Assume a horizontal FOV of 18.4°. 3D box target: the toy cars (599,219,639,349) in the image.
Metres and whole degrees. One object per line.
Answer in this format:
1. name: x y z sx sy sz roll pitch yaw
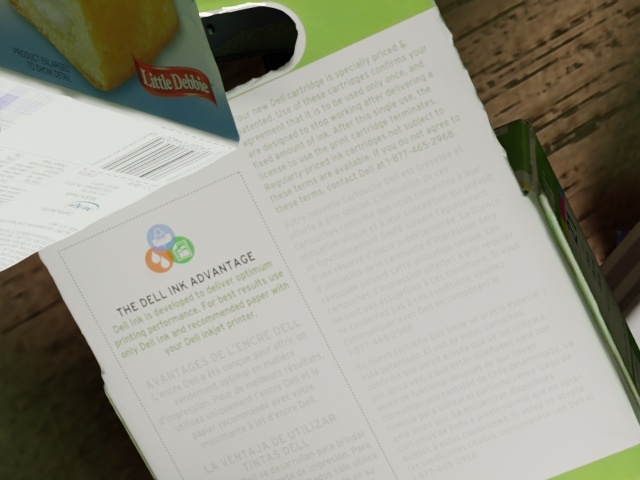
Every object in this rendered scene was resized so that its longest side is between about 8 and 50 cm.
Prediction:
1. toy cars: 0.102 0.081 0.953 0.394 0.087 0.176 -43 168 -22

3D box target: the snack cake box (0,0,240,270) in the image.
1. snack cake box: -0.160 -0.053 0.589 0.264 0.152 0.089 14 55 -62

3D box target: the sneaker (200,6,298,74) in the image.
1. sneaker: -0.063 -0.132 0.744 0.300 0.111 0.121 24 94 -38

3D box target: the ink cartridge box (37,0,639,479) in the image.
1. ink cartridge box: 0.000 0.000 0.784 0.189 0.097 0.255 -23 106 13
